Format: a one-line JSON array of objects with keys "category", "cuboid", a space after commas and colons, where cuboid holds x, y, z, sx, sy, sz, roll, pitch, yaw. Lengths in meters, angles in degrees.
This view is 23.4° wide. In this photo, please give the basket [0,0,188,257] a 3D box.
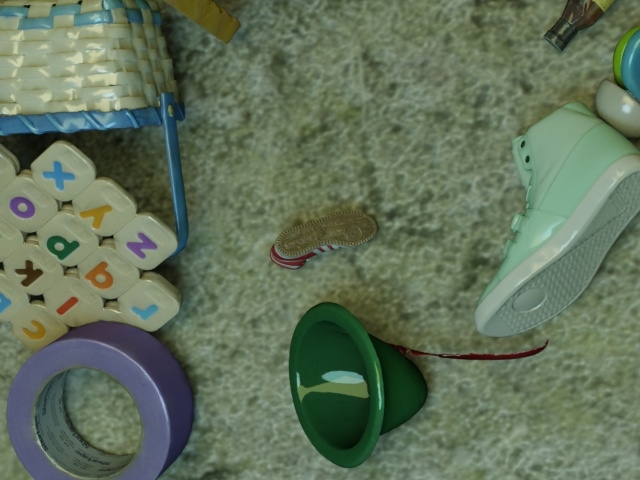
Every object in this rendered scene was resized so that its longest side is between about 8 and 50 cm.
[{"category": "basket", "cuboid": [-0.265, -0.123, 1.676, 0.255, 0.201, 0.288, 2, 94, 18]}]

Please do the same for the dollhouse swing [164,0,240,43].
[{"category": "dollhouse swing", "cuboid": [-0.195, -0.421, 1.610, 0.305, 0.347, 0.315, 23, 90, 15]}]

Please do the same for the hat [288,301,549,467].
[{"category": "hat", "cuboid": [0.094, 0.149, 1.654, 0.208, 0.184, 0.173, 37, 125, 50]}]

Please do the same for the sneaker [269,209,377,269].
[{"category": "sneaker", "cuboid": [0.000, 0.000, 1.689, 0.119, 0.067, 0.042, -12, 78, -18]}]

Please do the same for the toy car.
[{"category": "toy car", "cuboid": [0.373, -0.154, 1.560, 0.182, 0.136, 0.159, 44, 96, 13]}]

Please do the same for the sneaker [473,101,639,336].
[{"category": "sneaker", "cuboid": [0.231, -0.025, 1.620, 0.256, 0.094, 0.151, -52, 45, 22]}]

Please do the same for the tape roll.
[{"category": "tape roll", "cuboid": [-0.239, 0.188, 1.677, 0.189, 0.080, 0.189, 3, 103, 14]}]

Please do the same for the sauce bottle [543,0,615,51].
[{"category": "sauce bottle", "cuboid": [0.289, -0.257, 1.638, 0.042, 0.042, 0.128, 42, 93, 13]}]

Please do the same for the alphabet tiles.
[{"category": "alphabet tiles", "cuboid": [-0.290, 0.010, 1.667, 0.284, 0.021, 0.278, 41, 129, -15]}]
